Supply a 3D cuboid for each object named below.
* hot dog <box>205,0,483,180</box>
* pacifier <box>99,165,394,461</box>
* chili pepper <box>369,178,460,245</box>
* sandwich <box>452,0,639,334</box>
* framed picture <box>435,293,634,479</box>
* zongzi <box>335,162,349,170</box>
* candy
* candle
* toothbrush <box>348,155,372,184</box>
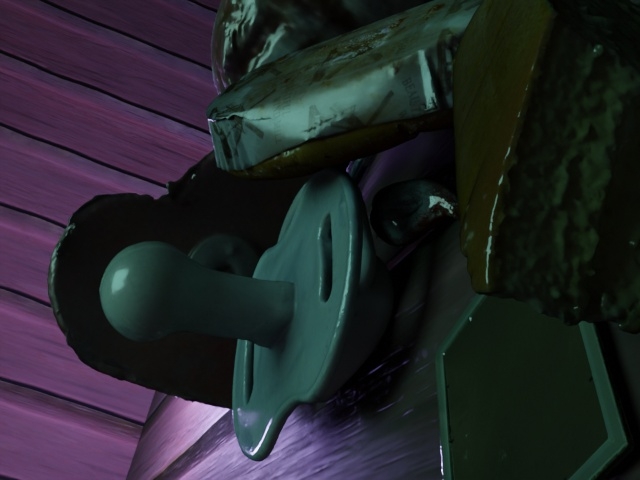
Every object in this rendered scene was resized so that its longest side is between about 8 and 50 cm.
[{"bbox_3d":[0.023,-0.111,0.672,0.267,0.075,0.144,-8,37,34],"label":"hot dog"},{"bbox_3d":[-0.066,0.043,0.718,0.287,0.225,0.239,130,144,-51],"label":"pacifier"},{"bbox_3d":[0.068,-0.022,0.689,0.153,0.041,0.050,175,73,-77],"label":"chili pepper"},{"bbox_3d":[0.116,-0.065,0.405,0.258,0.094,0.096,-83,16,-54],"label":"sandwich"},{"bbox_3d":[0.099,0.076,0.444,0.183,0.011,0.142,-84,19,-54],"label":"framed picture"},{"bbox_3d":[0.021,-0.131,1.006,0.247,0.111,0.241,143,128,-59],"label":"zongzi"},{"bbox_3d":[0.015,-0.213,0.831,0.290,0.214,0.157,-66,14,3],"label":"candy"},{"bbox_3d":[-0.110,0.051,0.937,0.316,0.287,0.131,-31,4,-11],"label":"candle"},{"bbox_3d":[0.000,0.000,1.013,0.024,0.026,0.288,-87,23,-60],"label":"toothbrush"}]
